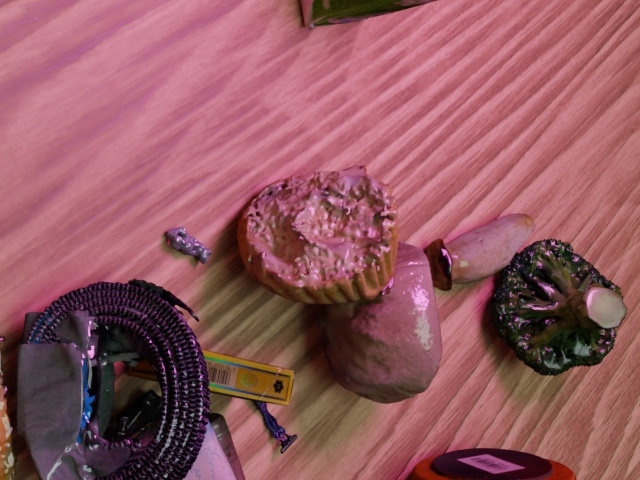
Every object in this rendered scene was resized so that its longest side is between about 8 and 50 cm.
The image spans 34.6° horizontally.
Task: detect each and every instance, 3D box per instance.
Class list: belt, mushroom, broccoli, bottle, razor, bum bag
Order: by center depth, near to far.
[{"bbox_3d":[-0.283,0.218,1.411,0.260,0.122,0.325,-1,78,-2],"label":"belt"},{"bbox_3d":[-0.286,0.272,1.552,0.124,0.034,0.058,-34,123,-37],"label":"bum bag"},{"bbox_3d":[-0.161,0.349,1.659,0.053,0.053,0.140,-29,110,-39],"label":"bottle"},{"bbox_3d":[-0.090,0.292,1.742,0.044,0.028,0.155,-45,121,-33],"label":"razor"},{"bbox_3d":[0.335,0.021,2.105,0.333,0.087,0.107,-17,102,-45],"label":"mushroom"},{"bbox_3d":[0.500,0.135,2.132,0.297,0.297,0.298,3,79,-14],"label":"broccoli"}]

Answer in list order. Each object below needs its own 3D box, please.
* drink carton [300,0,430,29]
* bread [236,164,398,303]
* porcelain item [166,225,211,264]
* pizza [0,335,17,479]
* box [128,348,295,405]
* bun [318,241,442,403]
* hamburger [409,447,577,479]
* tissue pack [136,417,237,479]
[{"bbox_3d":[0.102,-0.440,1.744,0.161,0.271,0.108,-16,97,-41],"label":"drink carton"},{"bbox_3d":[0.000,0.000,1.680,0.274,0.274,0.149,-50,145,-31],"label":"bread"},{"bbox_3d":[-0.210,0.007,1.625,0.083,0.028,0.036,38,49,-36],"label":"porcelain item"},{"bbox_3d":[-0.538,0.234,1.285,0.435,0.080,0.392,26,73,-42],"label":"pizza"},{"bbox_3d":[-0.166,0.206,1.592,0.220,0.141,0.064,22,75,-41],"label":"box"},{"bbox_3d":[0.102,0.157,1.793,0.204,0.281,0.282,-10,100,0],"label":"bun"},{"bbox_3d":[0.331,0.545,1.950,0.330,0.330,0.250,-3,95,-43],"label":"hamburger"},{"bbox_3d":[-0.209,0.425,1.555,0.201,0.124,0.271,-38,113,-39],"label":"tissue pack"}]
